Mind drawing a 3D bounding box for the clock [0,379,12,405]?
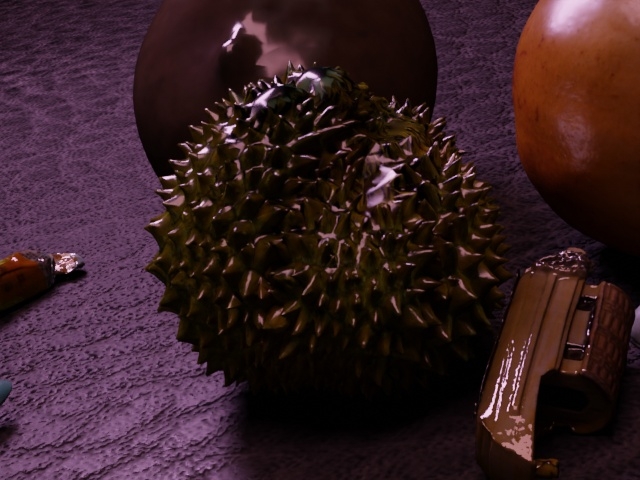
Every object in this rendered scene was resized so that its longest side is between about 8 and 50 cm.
[{"bbox_3d":[-0.341,0.126,1.162,0.189,0.060,0.148,6,29,35],"label":"clock"}]

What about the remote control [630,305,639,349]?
[{"bbox_3d":[0.350,0.061,0.971,0.293,0.051,0.103,12,33,43],"label":"remote control"}]

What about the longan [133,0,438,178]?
[{"bbox_3d":[-0.035,-0.140,1.358,0.297,0.297,0.297,-11,23,5],"label":"longan"}]

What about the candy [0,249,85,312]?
[{"bbox_3d":[-0.300,0.041,1.353,0.053,0.046,0.182,12,31,41],"label":"candy"}]

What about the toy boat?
[{"bbox_3d":[0.160,0.087,0.981,0.088,0.068,0.226,8,35,14],"label":"toy boat"}]

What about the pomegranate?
[{"bbox_3d":[0.283,-0.111,1.142,0.264,0.264,0.264,-11,23,5],"label":"pomegranate"}]

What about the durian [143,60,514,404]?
[{"bbox_3d":[-0.002,0.002,1.095,0.291,0.224,0.291,13,44,-12],"label":"durian"}]
